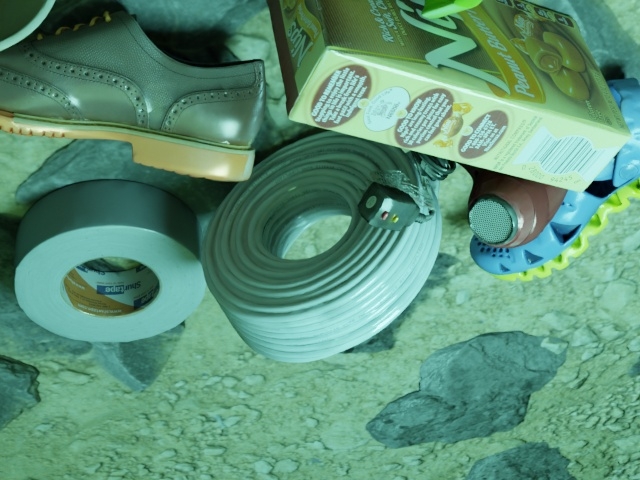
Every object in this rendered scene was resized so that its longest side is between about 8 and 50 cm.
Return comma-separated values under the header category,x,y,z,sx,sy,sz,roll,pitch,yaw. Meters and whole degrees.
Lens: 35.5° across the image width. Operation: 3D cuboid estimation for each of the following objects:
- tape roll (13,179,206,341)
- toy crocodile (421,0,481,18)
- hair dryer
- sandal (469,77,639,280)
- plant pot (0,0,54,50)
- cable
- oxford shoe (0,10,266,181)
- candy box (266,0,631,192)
category,x,y,z,sx,sy,sz,roll,pitch,yaw
tape roll,-0.244,0.029,1.169,0.219,0.072,0.219,-6,139,-5
toy crocodile,0.044,-0.315,0.769,0.115,0.105,0.340,2,147,31
hair dryer,0.152,-0.093,0.995,0.294,0.223,0.080,12,142,-30
sandal,0.289,-0.076,1.134,0.317,0.126,0.138,-40,124,22
plant pot,-0.382,-0.204,0.762,0.274,0.256,0.257,-21,142,39
cable,0.000,0.000,1.043,0.257,0.257,0.089,-16,136,16
oxford shoe,-0.229,-0.160,0.943,0.364,0.130,0.132,12,103,-15
candy box,0.116,-0.164,0.930,0.317,0.182,0.087,12,134,-24
